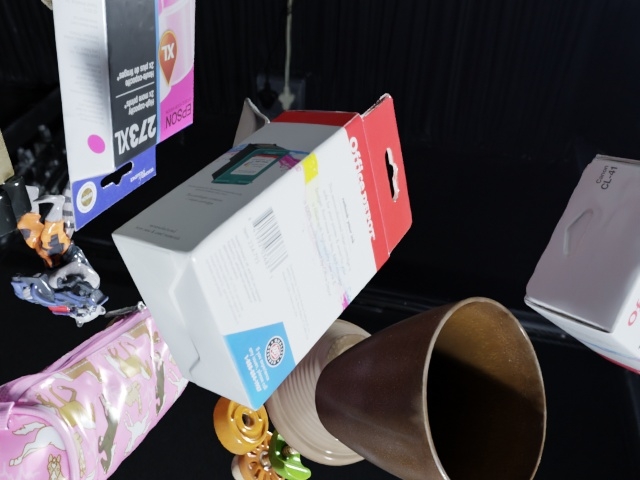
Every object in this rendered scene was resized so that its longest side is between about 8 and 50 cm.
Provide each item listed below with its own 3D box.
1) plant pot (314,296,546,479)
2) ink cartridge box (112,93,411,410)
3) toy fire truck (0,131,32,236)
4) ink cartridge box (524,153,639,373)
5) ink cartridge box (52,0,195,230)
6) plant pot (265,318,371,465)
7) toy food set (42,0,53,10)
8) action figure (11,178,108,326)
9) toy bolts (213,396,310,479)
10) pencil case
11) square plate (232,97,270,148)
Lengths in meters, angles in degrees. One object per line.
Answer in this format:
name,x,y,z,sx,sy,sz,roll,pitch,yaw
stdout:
plant pot,0.106,0.186,0.694,0.230,0.215,0.215,-16,-160,49
ink cartridge box,-0.022,-0.009,0.441,0.078,0.134,0.231,11,-140,35
toy fire truck,-0.340,-0.052,0.355,0.246,0.158,0.217,-14,-161,-13
ink cartridge box,0.448,0.055,0.816,0.131,0.306,0.226,24,-93,49
ink cartridge box,-0.198,-0.201,0.612,0.069,0.371,0.176,16,-149,9
plant pot,0.038,0.222,0.918,0.237,0.110,0.237,13,-124,-20
toy food set,-0.364,-0.404,1.011,0.132,0.038,0.192,41,-144,7
action figure,-0.550,0.042,1.291,0.341,0.330,0.178,7,-151,33
toy bolts,-0.134,0.311,1.039,0.158,0.218,0.228,-30,-139,31
pencil case,-0.287,0.201,0.733,0.167,0.160,0.386,50,-170,-3
square plate,-0.154,-0.095,1.167,0.049,0.344,0.347,11,-163,-16
